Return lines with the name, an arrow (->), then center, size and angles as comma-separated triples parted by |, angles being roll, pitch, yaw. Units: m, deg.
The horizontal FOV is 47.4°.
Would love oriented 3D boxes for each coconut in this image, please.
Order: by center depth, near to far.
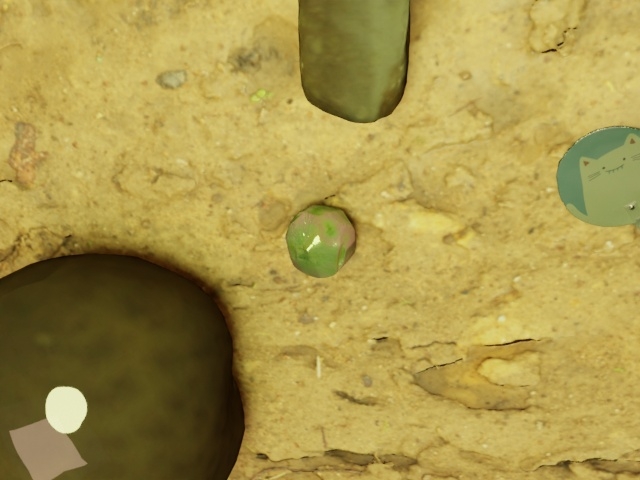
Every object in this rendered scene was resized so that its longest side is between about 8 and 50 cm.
coconut -> 0.000, 0.000, 0.825 | 0.083, 0.081, 0.082 | -16, 102, 35

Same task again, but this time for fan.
fan -> 0.319, -0.040, 0.756 | 0.113, 0.005, 0.175 | -29, 109, 27

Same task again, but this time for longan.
longan -> -0.270, 0.204, 0.874 | 0.405, 0.336, 0.404 | -13, 124, -20

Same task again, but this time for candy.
candy -> 0.034, -0.222, 0.662 | 0.104, 0.102, 0.234 | 8, 127, 10
